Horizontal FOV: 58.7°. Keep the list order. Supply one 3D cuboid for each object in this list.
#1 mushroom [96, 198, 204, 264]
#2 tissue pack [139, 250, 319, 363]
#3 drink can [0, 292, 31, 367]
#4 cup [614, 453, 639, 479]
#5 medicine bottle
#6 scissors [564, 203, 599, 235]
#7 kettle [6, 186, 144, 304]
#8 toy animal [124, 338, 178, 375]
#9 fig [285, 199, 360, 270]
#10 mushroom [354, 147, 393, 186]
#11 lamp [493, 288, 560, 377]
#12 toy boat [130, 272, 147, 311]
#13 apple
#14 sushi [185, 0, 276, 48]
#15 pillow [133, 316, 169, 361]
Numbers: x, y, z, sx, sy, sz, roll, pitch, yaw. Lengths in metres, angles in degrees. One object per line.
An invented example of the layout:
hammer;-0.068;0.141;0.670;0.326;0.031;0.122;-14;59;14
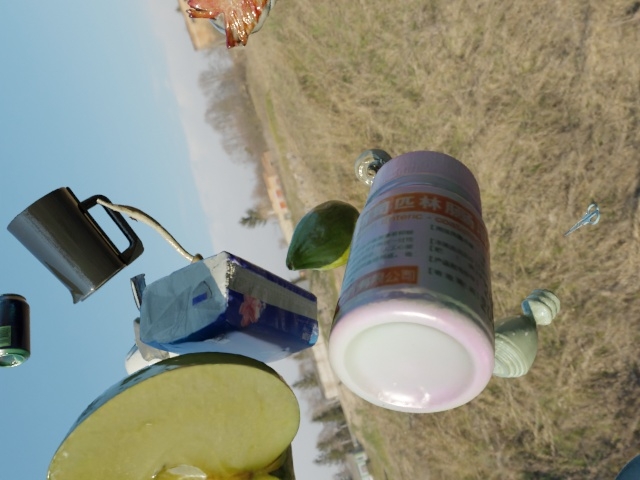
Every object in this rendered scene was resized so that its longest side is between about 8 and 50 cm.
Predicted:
mushroom;-0.381;-0.025;1.299;0.306;0.043;0.068;42;170;-38
tissue pack;-0.151;0.139;1.006;0.269;0.209;0.137;34;-141;-51
drink can;-0.924;0.265;1.691;0.118;0.118;0.205;77;176;-58
cup;0.542;0.432;0.840;0.149;0.199;0.199;29;174;2
medicine bottle;0.148;0.042;0.864;0.388;0.219;0.219;-71;-28;-50
scissors;0.432;-0.028;0.945;0.083;0.006;0.036;121;158;-55
kettle;-0.744;0.004;1.749;0.308;0.203;0.262;50;-148;-10
toy animal;-0.458;0.358;1.800;0.249;0.289;0.174;41;-157;-53
fig;0.005;-0.002;1.431;0.167;0.233;0.167;61;171;16
mushroom;0.112;-0.148;1.192;0.079;0.085;0.085;-75;-27;-57
lamp;0.366;0.171;1.049;0.106;0.193;0.106;39;154;23
toy boat;-0.486;0.142;1.579;0.137;0.060;0.060;55;138;38
apple;-0.204;0.345;0.834;0.312;0.359;0.320;111;147;-55
sushi;-0.094;-0.450;0.930;0.332;0.124;0.130;-62;7;-35
pillow;-0.441;0.254;1.475;0.217;0.033;0.130;-22;84;53
